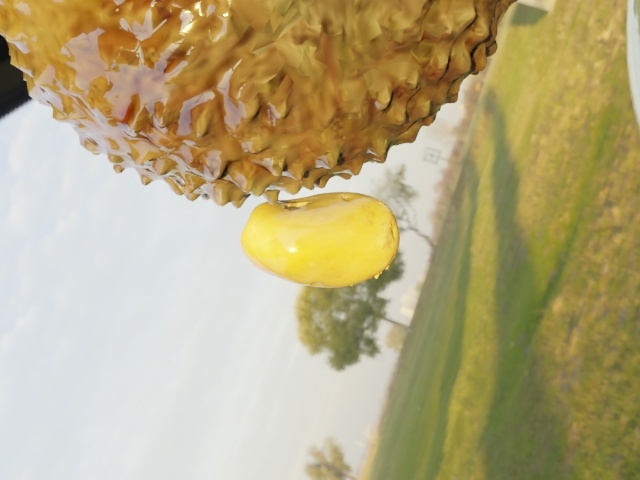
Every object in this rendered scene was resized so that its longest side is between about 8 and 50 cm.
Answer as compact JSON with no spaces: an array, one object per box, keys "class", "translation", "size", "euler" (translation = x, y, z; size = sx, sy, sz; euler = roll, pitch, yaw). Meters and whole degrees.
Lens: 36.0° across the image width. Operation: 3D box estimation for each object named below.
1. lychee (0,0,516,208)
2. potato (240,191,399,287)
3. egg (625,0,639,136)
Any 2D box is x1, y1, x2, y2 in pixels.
[{"class":"lychee","translation":[-0.032,-0.167,0.506],"size":[0.300,0.300,0.299],"euler":[19,-90,-83]},{"class":"potato","translation":[0.000,0.000,1.439],"size":[0.150,0.234,0.146],"euler":[134,129,-80]},{"class":"egg","translation":[0.251,-0.072,0.339],"size":[0.388,0.276,0.276],"euler":[-89,10,-52]}]
